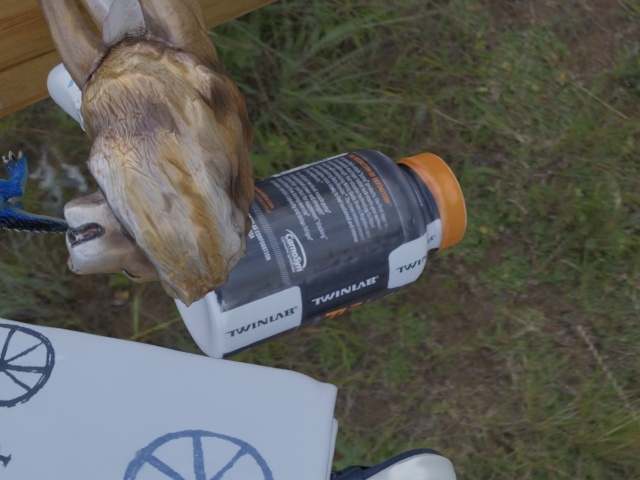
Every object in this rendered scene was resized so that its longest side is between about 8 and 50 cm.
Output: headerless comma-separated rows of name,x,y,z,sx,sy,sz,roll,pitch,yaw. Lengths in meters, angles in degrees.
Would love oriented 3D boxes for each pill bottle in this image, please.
pill bottle,0.000,0.000,0.878,0.130,0.245,0.130,51,152,41

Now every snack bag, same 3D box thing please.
snack bag,-0.169,0.166,0.515,0.342,0.323,0.037,12,132,-3

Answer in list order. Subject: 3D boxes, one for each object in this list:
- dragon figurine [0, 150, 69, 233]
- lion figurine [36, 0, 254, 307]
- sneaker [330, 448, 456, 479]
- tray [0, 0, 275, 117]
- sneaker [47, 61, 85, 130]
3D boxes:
dragon figurine,-0.354,-0.032,1.006,0.289,0.144,0.085,33,132,-6
lion figurine,-0.129,-0.145,0.786,0.142,0.240,0.392,-19,35,12
sneaker,-0.021,0.257,1.033,0.350,0.131,0.148,-36,49,30
tray,-0.210,-0.297,1.161,0.076,0.411,0.203,52,158,26
sneaker,-0.192,-0.110,1.009,0.237,0.085,0.086,30,59,29
